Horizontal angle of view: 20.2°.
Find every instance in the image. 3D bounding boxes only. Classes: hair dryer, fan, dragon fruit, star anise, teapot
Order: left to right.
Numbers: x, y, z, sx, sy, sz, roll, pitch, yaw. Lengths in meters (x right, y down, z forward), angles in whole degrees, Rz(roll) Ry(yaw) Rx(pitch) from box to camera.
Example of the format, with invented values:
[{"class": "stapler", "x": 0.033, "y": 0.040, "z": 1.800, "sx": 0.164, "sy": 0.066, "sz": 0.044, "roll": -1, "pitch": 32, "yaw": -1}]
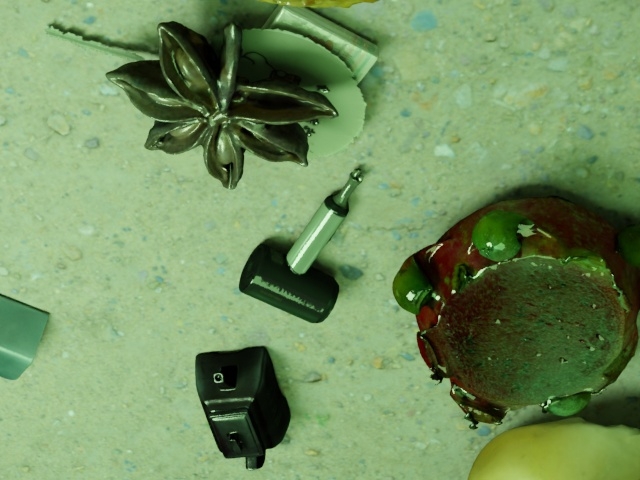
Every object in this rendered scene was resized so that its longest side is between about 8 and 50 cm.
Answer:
[{"class": "fan", "x": -0.112, "y": -0.162, "z": 1.775, "sx": 0.329, "sy": 0.009, "sz": 0.190, "roll": 15, "pitch": 142, "yaw": -3}, {"class": "star anise", "x": -0.104, "y": -0.130, "z": 1.746, "sx": 0.212, "sy": 0.073, "sz": 0.197, "roll": 37, "pitch": 133, "yaw": -25}, {"class": "teapot", "x": -0.092, "y": 0.200, "z": 2.049, "sx": 0.087, "sy": 0.096, "sz": 0.177, "roll": -7, "pitch": 131, "yaw": 12}, {"class": "hair dryer", "x": 0.000, "y": 0.000, "z": 1.896, "sx": 0.100, "sy": 0.057, "sz": 0.197, "roll": 23, "pitch": 125, "yaw": -17}, {"class": "dragon fruit", "x": 0.214, "y": 0.063, "z": 1.872, "sx": 0.268, "sy": 0.130, "sz": 0.295, "roll": -5, "pitch": 131, "yaw": 10}]

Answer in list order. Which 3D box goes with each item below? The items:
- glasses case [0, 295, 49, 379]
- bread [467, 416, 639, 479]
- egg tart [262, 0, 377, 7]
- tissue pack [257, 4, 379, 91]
[{"class": "glasses case", "x": -0.448, "y": 0.083, "z": 2.008, "sx": 0.266, "sy": 0.056, "sz": 0.105, "roll": 23, "pitch": 129, "yaw": -14}, {"class": "bread", "x": 0.360, "y": 0.374, "z": 2.062, "sx": 0.424, "sy": 0.245, "sz": 0.329, "roll": 33, "pitch": 127, "yaw": -18}, {"class": "egg tart", "x": -0.011, "y": -0.335, "z": 1.544, "sx": 0.294, "sy": 0.123, "sz": 0.294, "roll": 5, "pitch": 132, "yaw": 6}, {"class": "tissue pack", "x": -0.002, "y": -0.189, "z": 1.737, "sx": 0.108, "sy": 0.023, "sz": 0.056, "roll": 27, "pitch": 133, "yaw": -17}]
